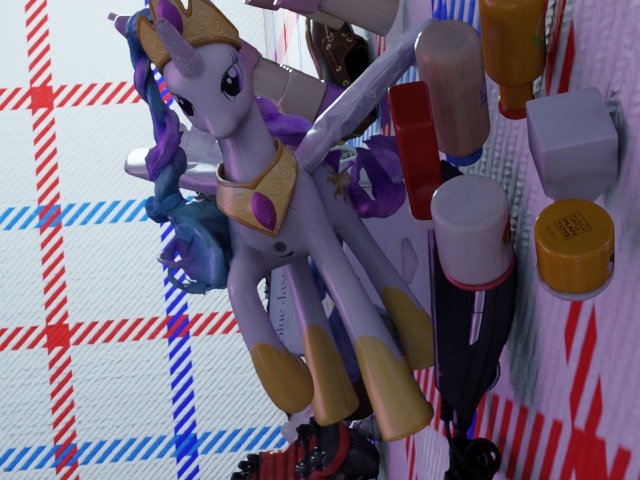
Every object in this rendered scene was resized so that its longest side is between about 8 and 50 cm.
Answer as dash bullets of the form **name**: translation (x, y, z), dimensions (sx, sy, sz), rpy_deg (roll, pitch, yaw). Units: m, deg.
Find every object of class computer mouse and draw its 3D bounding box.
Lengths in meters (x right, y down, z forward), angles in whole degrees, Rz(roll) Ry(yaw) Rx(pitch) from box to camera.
- **computer mouse**: translation (0.119, 0.073, 0.896), dimensions (0.184, 0.060, 0.262), rpy_deg (7, -99, -79)

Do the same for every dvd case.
- **dvd case**: translation (0.002, 0.053, 1.506), dimensions (0.253, 0.022, 0.180), rpy_deg (-16, 70, 58)

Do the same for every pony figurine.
- **pony figurine**: translation (-0.017, -0.040, 0.973), dimensions (0.363, 0.302, 0.351), rpy_deg (65, -166, -4)

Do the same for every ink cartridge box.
- **ink cartridge box**: translation (0.053, 0.014, 1.274), dimensions (0.212, 0.093, 0.154), rpy_deg (-153, 60, -81)

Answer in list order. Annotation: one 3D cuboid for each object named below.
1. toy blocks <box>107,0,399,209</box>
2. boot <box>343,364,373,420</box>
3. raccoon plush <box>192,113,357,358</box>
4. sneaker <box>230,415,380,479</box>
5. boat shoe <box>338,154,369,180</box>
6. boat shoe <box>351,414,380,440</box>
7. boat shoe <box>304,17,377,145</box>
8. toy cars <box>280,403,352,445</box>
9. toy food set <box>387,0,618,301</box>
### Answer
- **toy blocks**: translation (-0.109, -0.178, 1.312), dimensions (0.288, 0.260, 0.309), rpy_deg (-138, 68, -73)
- **boot**: translation (0.038, 0.115, 1.597), dimensions (0.165, 0.077, 0.213), rpy_deg (-96, 5, -46)
- **raccoon plush**: translation (0.000, 0.000, 1.760), dimensions (0.446, 0.216, 0.299), rpy_deg (58, 169, -19)
- **sneaker**: translation (-0.022, 0.331, 1.664), dimensions (0.276, 0.135, 0.098), rpy_deg (-37, 39, 41)
- **boat shoe**: translation (0.036, -0.051, 1.535), dimensions (0.184, 0.063, 0.066), rpy_deg (102, 163, -69)
- **boat shoe**: translation (0.061, 0.257, 1.646), dimensions (0.100, 0.035, 0.035), rpy_deg (131, 135, -82)
- **boat shoe**: translation (0.032, -0.219, 1.489), dimensions (0.073, 0.073, 0.207), rpy_deg (-33, 56, 39)
- **toy cars**: translation (0.025, 0.339, 1.779), dimensions (0.176, 0.087, 0.394), rpy_deg (-12, 78, 49)
- **toy food set**: translation (0.103, -0.041, 0.687), dimensions (0.104, 0.111, 0.232), rpy_deg (74, -176, -49)
